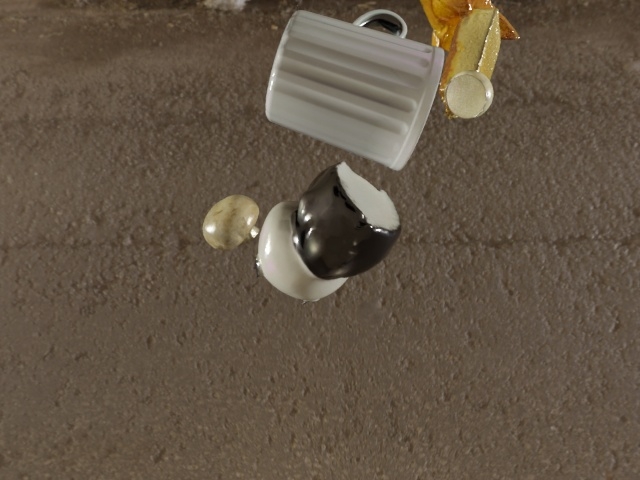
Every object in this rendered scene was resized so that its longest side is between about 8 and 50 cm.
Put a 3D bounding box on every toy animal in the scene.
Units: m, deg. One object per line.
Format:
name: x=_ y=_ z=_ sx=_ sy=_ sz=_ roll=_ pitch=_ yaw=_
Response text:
toy animal: x=0.000 y=0.000 z=1.114 sx=0.310 sy=0.250 sz=0.251 roll=-44 pitch=51 yaw=28

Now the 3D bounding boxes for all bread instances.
bread: x=0.436 y=-0.511 z=1.466 sx=0.114 sy=0.184 sz=0.275 roll=17 pitch=82 yaw=25

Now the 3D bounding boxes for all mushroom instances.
mushroom: x=-0.233 y=-0.044 z=1.338 sx=0.166 sy=0.127 sz=0.166 roll=-35 pitch=22 yaw=16

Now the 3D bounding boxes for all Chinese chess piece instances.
Chinese chess piece: x=0.385 y=-0.377 z=1.307 sx=0.122 sy=0.122 sz=0.051 roll=32 pitch=44 yaw=23

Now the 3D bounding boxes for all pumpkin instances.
pumpkin: x=0.452 y=-0.698 z=1.550 sx=0.258 sy=0.290 sz=0.095 roll=-28 pitch=34 yaw=5

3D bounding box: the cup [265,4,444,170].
cup: x=0.045 y=-0.217 z=0.696 sx=0.201 sy=0.167 sz=0.221 roll=18 pitch=36 yaw=-3
